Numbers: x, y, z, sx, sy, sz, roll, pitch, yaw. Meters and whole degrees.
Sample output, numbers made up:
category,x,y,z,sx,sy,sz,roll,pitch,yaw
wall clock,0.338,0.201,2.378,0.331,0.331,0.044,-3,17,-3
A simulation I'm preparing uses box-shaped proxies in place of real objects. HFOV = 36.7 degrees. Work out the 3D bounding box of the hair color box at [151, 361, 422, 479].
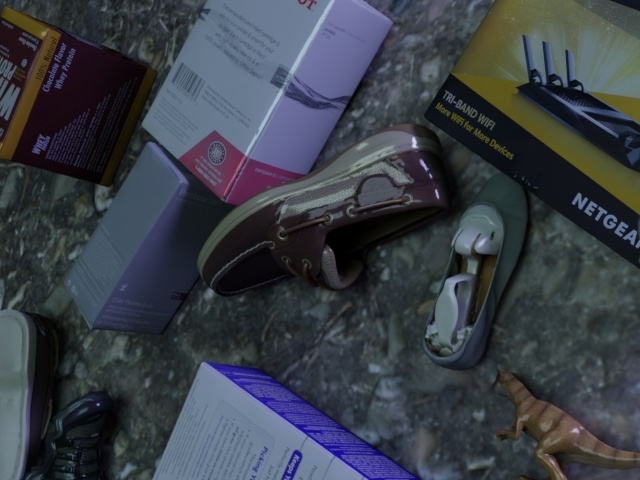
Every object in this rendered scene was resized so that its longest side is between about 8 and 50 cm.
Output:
category,x,y,z,sx,sy,sz,roll,pitch,yaw
hair color box,-0.029,0.289,1.061,0.339,0.110,0.185,28,97,42

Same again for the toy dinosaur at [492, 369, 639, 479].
category,x,y,z,sx,sy,sz,roll,pitch,yaw
toy dinosaur,0.228,0.189,0.896,0.212,0.064,0.112,27,97,40

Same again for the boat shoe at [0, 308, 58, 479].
category,x,y,z,sx,sy,sz,roll,pitch,yaw
boat shoe,-0.453,0.266,1.425,0.117,0.097,0.324,3,83,20

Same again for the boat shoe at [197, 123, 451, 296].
category,x,y,z,sx,sy,sz,roll,pitch,yaw
boat shoe,0.000,0.000,1.094,0.342,0.123,0.123,-28,62,25

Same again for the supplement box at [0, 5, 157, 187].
category,x,y,z,sx,sy,sz,roll,pitch,yaw
supplement box,-0.380,-0.205,1.401,0.129,0.194,0.191,31,101,39

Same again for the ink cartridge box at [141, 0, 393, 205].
category,x,y,z,sx,sy,sz,roll,pitch,yaw
ink cartridge box,-0.070,-0.204,1.194,0.207,0.117,0.283,42,108,38

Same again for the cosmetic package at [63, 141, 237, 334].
category,x,y,z,sx,sy,sz,roll,pitch,yaw
cosmetic package,-0.218,0.001,1.268,0.238,0.127,0.107,-54,52,19

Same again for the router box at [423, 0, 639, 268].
category,x,y,z,sx,sy,sz,roll,pitch,yaw
router box,0.279,-0.141,0.913,0.309,0.081,0.242,42,107,37

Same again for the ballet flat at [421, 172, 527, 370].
category,x,y,z,sx,sy,sz,roll,pitch,yaw
ballet flat,0.157,0.030,0.986,0.072,0.068,0.213,16,90,41

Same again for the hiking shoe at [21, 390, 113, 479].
category,x,y,z,sx,sy,sz,roll,pitch,yaw
hiking shoe,-0.329,0.312,1.334,0.114,0.086,0.226,40,112,24
